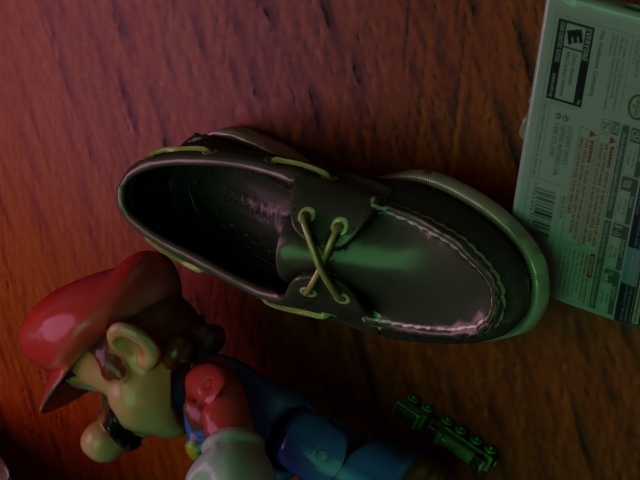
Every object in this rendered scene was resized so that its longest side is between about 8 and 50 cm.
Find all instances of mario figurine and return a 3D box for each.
[{"bbox_3d":[-0.078,0.143,1.221,0.320,0.170,0.198,28,144,12],"label":"mario figurine"}]

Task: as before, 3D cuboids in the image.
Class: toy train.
[{"bbox_3d":[0.086,0.135,1.214,0.083,0.024,0.017,33,118,22],"label":"toy train"}]

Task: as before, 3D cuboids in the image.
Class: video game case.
[{"bbox_3d":[0.207,-0.036,1.045,0.183,0.023,0.201,20,121,24],"label":"video game case"}]

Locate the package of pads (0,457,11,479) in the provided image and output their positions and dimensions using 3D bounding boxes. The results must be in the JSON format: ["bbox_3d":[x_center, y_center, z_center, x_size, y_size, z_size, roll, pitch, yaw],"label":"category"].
[{"bbox_3d":[-0.293,0.255,1.366,0.296,0.101,0.229,-160,60,-67],"label":"package of pads"}]

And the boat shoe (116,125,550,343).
[{"bbox_3d":[0.000,0.000,1.157,0.324,0.097,0.116,22,115,38],"label":"boat shoe"}]

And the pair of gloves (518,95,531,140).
[{"bbox_3d":[0.243,-0.087,1.039,0.204,0.042,0.240,37,127,12],"label":"pair of gloves"}]
